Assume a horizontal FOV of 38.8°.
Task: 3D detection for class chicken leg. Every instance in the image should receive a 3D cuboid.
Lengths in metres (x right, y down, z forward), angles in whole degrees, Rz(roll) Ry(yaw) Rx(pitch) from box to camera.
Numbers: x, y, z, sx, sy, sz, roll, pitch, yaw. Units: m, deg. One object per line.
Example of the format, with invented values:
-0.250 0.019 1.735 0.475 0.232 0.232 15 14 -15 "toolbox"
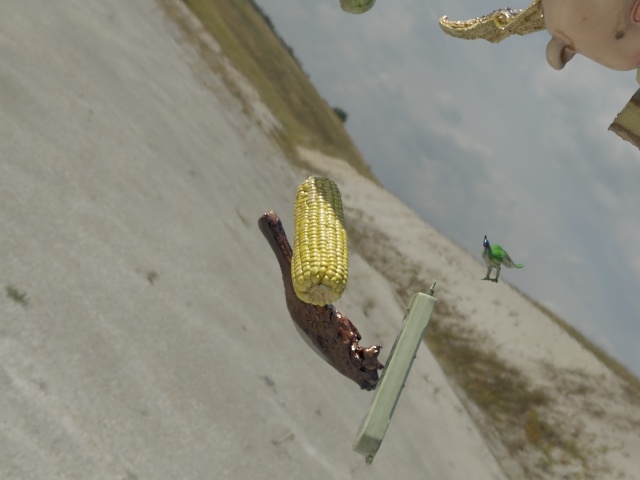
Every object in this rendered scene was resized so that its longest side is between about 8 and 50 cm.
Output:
-0.015 0.126 1.770 0.407 0.096 0.158 57 -22 13 "chicken leg"

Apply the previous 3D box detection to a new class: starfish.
0.323 -0.378 1.573 0.216 0.238 0.071 -3 94 -79 "starfish"

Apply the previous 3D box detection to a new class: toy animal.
0.415 -0.358 1.245 0.221 0.229 0.210 -90 -175 -55 "toy animal"
0.353 0.053 1.796 0.041 0.075 0.217 12 -10 35 "toy animal"

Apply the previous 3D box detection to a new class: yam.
0.738 -0.225 1.917 0.238 0.128 0.129 43 -18 23 "yam"

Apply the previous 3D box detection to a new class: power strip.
0.088 0.147 1.047 0.029 0.227 0.080 23 -16 5 "power strip"

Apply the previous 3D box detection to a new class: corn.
0.000 0.000 1.502 0.093 0.093 0.244 55 25 -40 "corn"

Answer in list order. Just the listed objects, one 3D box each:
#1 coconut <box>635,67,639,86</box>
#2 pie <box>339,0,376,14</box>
0.661 -0.333 1.578 0.197 0.237 0.237 29 -9 20 "coconut"
0.069 -0.584 1.695 0.323 0.070 0.323 178 -90 -82 "pie"
